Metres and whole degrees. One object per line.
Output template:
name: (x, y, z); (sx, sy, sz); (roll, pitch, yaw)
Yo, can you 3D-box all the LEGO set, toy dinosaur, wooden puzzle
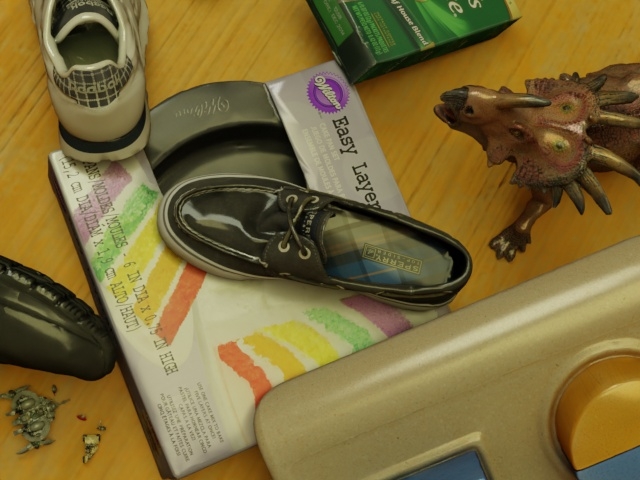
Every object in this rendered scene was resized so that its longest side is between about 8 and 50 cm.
LEGO set: (-0.197, 0.131, 0.801); (0.083, 0.023, 0.054); (10, 76, -11)
toy dinosaur: (0.224, -0.092, 0.852); (0.296, 0.200, 0.127); (-25, 85, -17)
wooden puzzle: (0.161, 0.211, 0.756); (0.322, 0.080, 0.347); (-23, 97, 4)

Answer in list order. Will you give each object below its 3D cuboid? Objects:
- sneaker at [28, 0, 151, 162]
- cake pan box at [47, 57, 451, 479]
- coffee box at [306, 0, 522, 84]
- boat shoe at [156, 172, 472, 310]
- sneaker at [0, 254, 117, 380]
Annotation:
sneaker: (-0.170, -0.171, 0.805); (0.090, 0.095, 0.235); (-16, 57, -8)
cake pan box: (-0.050, 0.013, 0.839); (0.246, 0.070, 0.266); (-19, 83, -18)
coffee box: (0.072, -0.201, 0.892); (0.184, 0.040, 0.113); (-22, 82, -38)
boat shoe: (0.000, 0.000, 0.778); (0.228, 0.076, 0.080); (18, 75, -9)
sneaker: (-0.282, 0.056, 0.763); (0.286, 0.109, 0.130); (18, 84, 4)
